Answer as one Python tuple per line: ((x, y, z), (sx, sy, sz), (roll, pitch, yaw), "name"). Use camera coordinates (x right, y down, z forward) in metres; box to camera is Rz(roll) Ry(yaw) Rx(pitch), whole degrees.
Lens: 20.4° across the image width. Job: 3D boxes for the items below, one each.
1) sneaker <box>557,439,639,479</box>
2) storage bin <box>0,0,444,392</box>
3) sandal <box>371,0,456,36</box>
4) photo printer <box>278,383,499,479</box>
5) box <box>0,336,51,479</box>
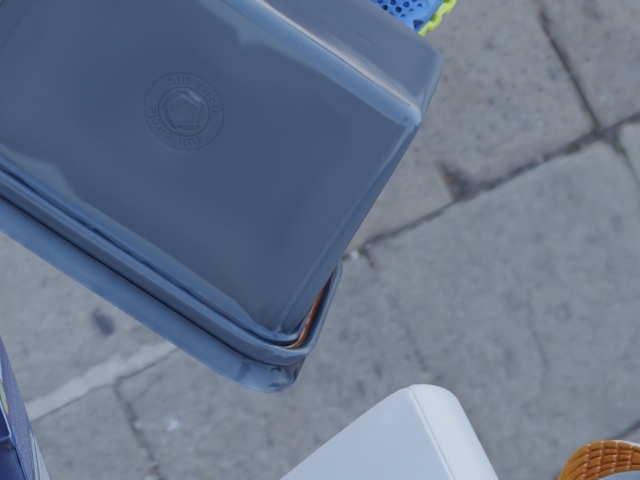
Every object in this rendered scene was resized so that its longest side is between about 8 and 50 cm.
((0.300, 0.192, 1.259), (0.121, 0.262, 0.099), (29, 69, -41), "sneaker")
((-0.033, -0.041, 0.495), (0.135, 0.091, 0.098), (35, 27, -5), "storage bin")
((0.083, -0.323, 1.551), (0.138, 0.126, 0.317), (23, 84, -69), "sandal")
((0.055, 0.296, 1.315), (0.107, 0.256, 0.307), (32, 25, -45), "photo printer")
((-0.235, 0.176, 1.366), (0.036, 0.136, 0.225), (-15, 119, -5), "box")
